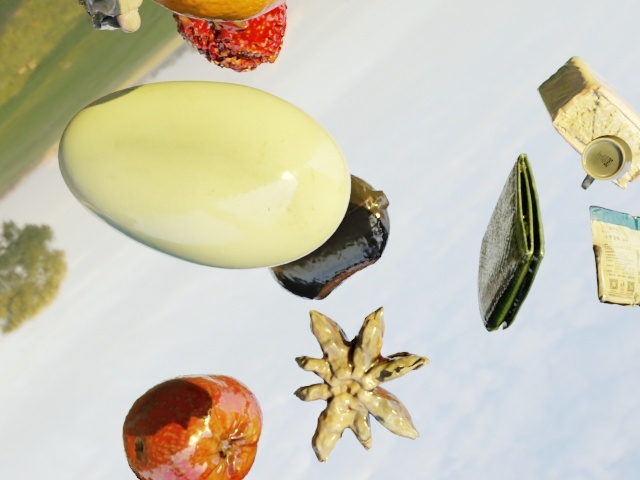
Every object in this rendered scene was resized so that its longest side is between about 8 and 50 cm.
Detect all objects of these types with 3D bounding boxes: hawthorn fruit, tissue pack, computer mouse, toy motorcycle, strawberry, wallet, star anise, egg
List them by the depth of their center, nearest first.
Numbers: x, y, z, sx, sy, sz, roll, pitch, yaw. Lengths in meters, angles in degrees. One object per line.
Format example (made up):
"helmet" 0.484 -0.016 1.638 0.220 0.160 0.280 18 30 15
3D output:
"egg" -0.146 -0.084 1.115 0.371 0.230 0.230 10 -149 9
"toy motorcycle" -0.294 -0.357 1.224 0.073 0.152 0.225 -31 162 -24
"wallet" 0.262 0.009 1.232 0.236 0.055 0.160 99 -7 -59
"star anise" 0.052 0.208 1.288 0.236 0.229 0.093 -57 170 8
"strawberry" -0.137 -0.365 1.473 0.187 0.201 0.184 -46 -129 -11
"computer mouse" -0.004 0.002 1.592 0.116 0.183 0.323 -26 170 -42
"tissue pack" 0.522 -0.230 1.693 0.124 0.201 0.271 -48 -169 23
"hawthorn fruit" -0.277 0.407 1.869 0.300 0.275 0.275 -12 -153 28

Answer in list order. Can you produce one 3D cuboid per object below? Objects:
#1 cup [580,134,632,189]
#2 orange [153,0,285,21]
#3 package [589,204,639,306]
"cup" 0.457 -0.124 1.462 0.100 0.078 0.077 -59 163 19
"orange" -0.101 -0.309 0.810 0.224 0.224 0.170 -48 178 -29
"package" 0.527 0.033 1.529 0.027 0.171 0.173 -31 -125 55
